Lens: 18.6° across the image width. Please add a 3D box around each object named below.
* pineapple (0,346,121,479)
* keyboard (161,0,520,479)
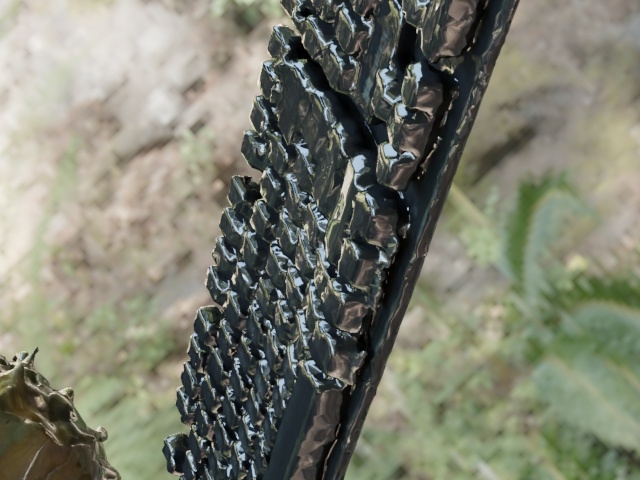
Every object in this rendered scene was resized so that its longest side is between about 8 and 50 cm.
[{"bbox_3d":[-0.141,0.072,0.644,0.125,0.125,0.251,-43,19,-7],"label":"pineapple"},{"bbox_3d":[-0.001,0.000,0.425,0.023,0.072,0.231,-1,-45,-20],"label":"keyboard"}]
